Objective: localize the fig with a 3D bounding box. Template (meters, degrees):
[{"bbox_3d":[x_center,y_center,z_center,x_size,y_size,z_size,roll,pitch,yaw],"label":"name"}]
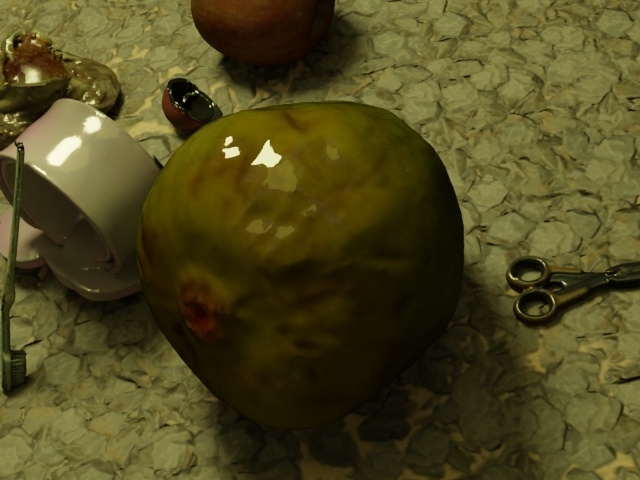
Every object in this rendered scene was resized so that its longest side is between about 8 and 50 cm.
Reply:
[{"bbox_3d":[-0.005,0.010,1.142,0.343,0.343,0.343,-6,51,7],"label":"fig"}]

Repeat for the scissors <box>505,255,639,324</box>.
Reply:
[{"bbox_3d":[0.314,0.040,1.231,0.220,0.017,0.088,-8,50,4],"label":"scissors"}]

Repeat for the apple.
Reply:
[{"bbox_3d":[-0.072,-0.324,1.499,0.174,0.188,0.188,19,57,14],"label":"apple"}]

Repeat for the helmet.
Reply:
[{"bbox_3d":[-0.173,-0.167,1.482,0.084,0.049,0.065,44,34,9],"label":"helmet"}]

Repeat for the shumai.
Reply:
[{"bbox_3d":[-0.378,-0.209,1.501,0.209,0.153,0.161,-11,57,-1],"label":"shumai"}]

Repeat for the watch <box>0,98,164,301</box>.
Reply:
[{"bbox_3d":[-0.273,-0.066,1.312,0.248,0.217,0.211,29,62,29],"label":"watch"}]

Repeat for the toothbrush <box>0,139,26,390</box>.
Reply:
[{"bbox_3d":[-0.331,0.032,1.225,0.028,0.294,0.026,-4,25,-22],"label":"toothbrush"}]
